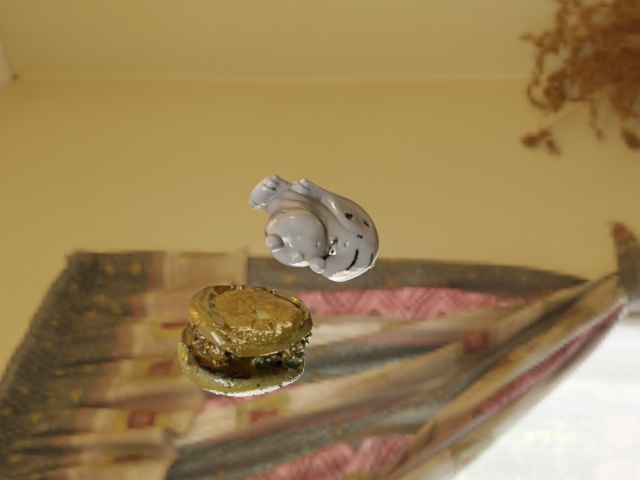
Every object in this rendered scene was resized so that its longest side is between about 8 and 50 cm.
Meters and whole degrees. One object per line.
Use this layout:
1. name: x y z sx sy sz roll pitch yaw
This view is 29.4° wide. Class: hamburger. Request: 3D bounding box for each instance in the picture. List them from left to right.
1. hamburger: -0.097 0.134 1.646 0.185 0.177 0.113 -33 -50 -61

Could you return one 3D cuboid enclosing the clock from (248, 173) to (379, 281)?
1. clock: 0.000 0.000 1.475 0.080 0.176 0.117 -47 36 30
